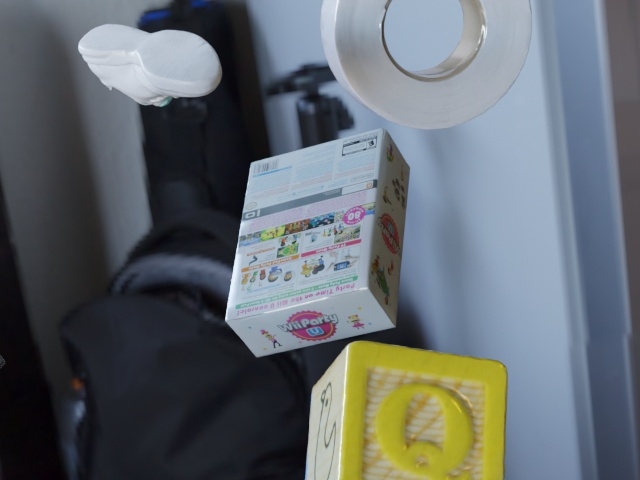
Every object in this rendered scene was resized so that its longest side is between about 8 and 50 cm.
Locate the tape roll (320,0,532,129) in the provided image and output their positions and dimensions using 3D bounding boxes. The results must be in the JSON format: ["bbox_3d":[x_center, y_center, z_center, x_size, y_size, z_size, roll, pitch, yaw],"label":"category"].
[{"bbox_3d":[0.145,-0.300,2.044,0.286,0.286,0.100,-12,15,-8],"label":"tape roll"}]

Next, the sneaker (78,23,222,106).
[{"bbox_3d":[-0.185,-0.190,1.705,0.212,0.094,0.080,20,53,39],"label":"sneaker"}]

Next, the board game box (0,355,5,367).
[{"bbox_3d":[-0.391,0.081,1.205,0.194,0.194,0.060,-34,10,30],"label":"board game box"}]

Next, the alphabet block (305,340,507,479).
[{"bbox_3d":[0.095,0.241,1.698,0.193,0.192,0.197,7,-23,-10],"label":"alphabet block"}]

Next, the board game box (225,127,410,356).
[{"bbox_3d":[0.000,0.000,2.097,0.224,0.097,0.303,-14,45,24],"label":"board game box"}]
